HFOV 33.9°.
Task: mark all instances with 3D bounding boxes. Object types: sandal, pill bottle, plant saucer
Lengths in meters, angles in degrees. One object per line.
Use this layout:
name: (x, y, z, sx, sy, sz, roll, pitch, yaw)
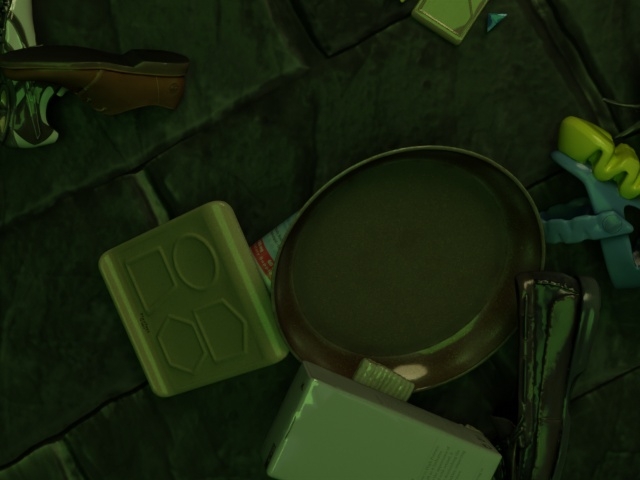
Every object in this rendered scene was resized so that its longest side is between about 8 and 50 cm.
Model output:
sandal: (0.366, 0.002, 1.164, 0.317, 0.126, 0.138, 37, 107, 7)
pill bottle: (0.000, 0.000, 1.200, 0.160, 0.087, 0.087, -37, 90, 6)
plant saucer: (0.095, 0.031, 1.160, 0.311, 0.050, 0.310, -6, 119, -10)

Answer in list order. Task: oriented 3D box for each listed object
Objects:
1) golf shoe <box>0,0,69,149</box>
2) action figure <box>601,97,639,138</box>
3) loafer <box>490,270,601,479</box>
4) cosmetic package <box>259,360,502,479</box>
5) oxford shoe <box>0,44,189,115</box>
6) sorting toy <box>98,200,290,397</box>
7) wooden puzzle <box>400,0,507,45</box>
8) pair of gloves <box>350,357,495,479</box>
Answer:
golf shoe: (-0.340, -0.204, 1.231, 0.094, 0.077, 0.198, 4, 93, -18)
action figure: (0.452, -0.178, 1.128, 0.276, 0.141, 0.164, -24, 103, 4)
loafer: (0.230, 0.178, 1.177, 0.095, 0.109, 0.302, 12, 96, -4)
cosmetic package: (0.063, 0.228, 1.128, 0.231, 0.085, 0.117, 25, 94, -11)
oxford shoe: (-0.257, -0.179, 1.193, 0.212, 0.076, 0.076, 3, 115, -17)
sorting toy: (-0.146, 0.071, 1.214, 0.208, 0.038, 0.193, -22, 92, 34)
wooden puzzle: (0.149, -0.272, 1.208, 0.116, 0.014, 0.078, 40, 100, 1)
pair of gloves: (0.084, 0.271, 1.202, 0.240, 0.042, 0.204, 37, 96, -19)
